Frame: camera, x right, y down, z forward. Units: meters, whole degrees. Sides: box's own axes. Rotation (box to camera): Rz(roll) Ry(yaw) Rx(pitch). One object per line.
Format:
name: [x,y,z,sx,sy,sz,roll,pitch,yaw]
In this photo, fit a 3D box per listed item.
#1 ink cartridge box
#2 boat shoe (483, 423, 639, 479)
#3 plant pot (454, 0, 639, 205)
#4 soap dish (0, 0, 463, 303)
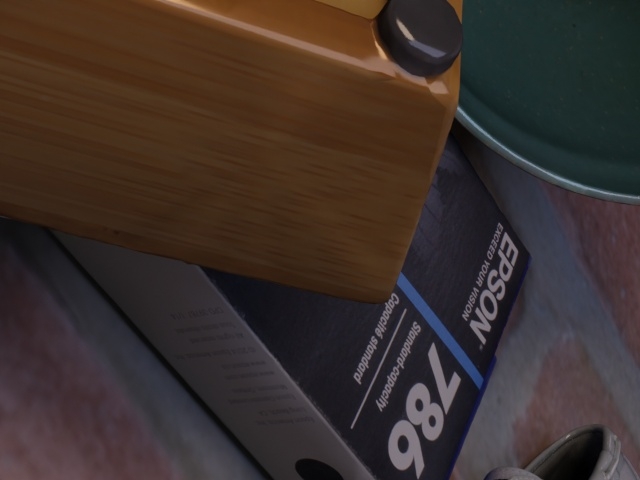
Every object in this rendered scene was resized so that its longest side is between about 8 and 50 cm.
ink cartridge box: [0.000,0.000,0.563,0.333,0.065,0.165,53,46,-31]
boat shoe: [0.094,0.149,0.647,0.227,0.079,0.081,-21,91,-55]
plant pot: [0.156,-0.187,0.639,0.293,0.293,0.196,61,7,-23]
soap dish: [-0.060,-0.146,0.400,0.228,0.118,0.291,15,64,-22]
